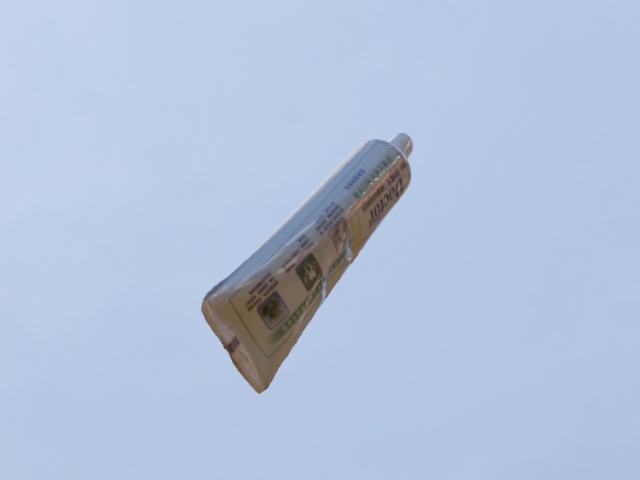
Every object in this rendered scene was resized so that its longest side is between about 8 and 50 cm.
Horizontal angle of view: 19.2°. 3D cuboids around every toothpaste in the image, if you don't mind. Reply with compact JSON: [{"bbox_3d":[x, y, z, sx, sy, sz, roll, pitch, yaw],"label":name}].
[{"bbox_3d":[0.000,0.000,1.093,0.041,0.064,0.218,-14,25,41],"label":"toothpaste"}]
